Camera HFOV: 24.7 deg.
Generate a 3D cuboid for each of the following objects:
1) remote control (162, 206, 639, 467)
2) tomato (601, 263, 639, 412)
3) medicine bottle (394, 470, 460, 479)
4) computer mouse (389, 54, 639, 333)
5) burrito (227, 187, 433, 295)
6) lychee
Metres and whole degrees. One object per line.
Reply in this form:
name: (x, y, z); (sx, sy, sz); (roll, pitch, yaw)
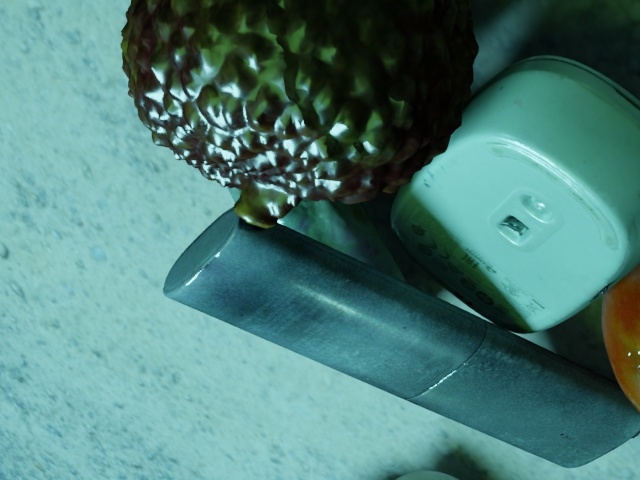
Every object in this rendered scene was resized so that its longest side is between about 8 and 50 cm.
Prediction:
remote control: (0.072, 0.079, 1.076); (0.377, 0.044, 0.107); (25, 141, -25)
tomato: (0.288, 0.080, 1.009); (0.225, 0.085, 0.225); (24, 138, 24)
medicine bottle: (0.044, 0.330, 1.356); (0.170, 0.170, 0.293); (42, 140, 0)
computer mouse: (0.149, -0.033, 1.005); (0.159, 0.097, 0.288); (37, 158, 1)
burrito: (0.000, 0.000, 1.133); (0.229, 0.089, 0.144); (55, 174, -11)
lychee: (-0.009, -0.141, 0.933); (0.236, 0.236, 0.271); (15, 103, 28)
